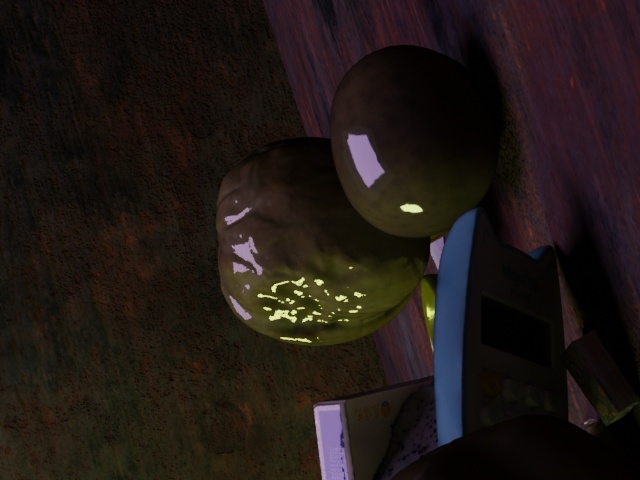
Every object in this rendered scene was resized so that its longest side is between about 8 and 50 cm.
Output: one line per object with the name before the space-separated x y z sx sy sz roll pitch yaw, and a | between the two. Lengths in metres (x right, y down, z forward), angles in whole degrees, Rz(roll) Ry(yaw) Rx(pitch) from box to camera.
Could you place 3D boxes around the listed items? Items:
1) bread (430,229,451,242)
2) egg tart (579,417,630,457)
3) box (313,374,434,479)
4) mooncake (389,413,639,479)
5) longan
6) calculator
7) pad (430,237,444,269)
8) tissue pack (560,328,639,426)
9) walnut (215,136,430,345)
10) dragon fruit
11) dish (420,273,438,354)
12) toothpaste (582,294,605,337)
bread | 0.125 -0.074 1.940 0.132 0.114 0.190 52 165 35
egg tart | 0.297 0.307 1.506 0.252 0.098 0.232 -111 8 -75
box | 0.130 0.316 2.134 0.343 0.065 0.200 -5 -92 -51
mooncake | 0.194 0.345 1.167 0.201 0.378 0.378 -143 35 -73
longan | 0.106 -0.108 1.577 0.196 0.196 0.220 -120 22 -69
calculator | 0.182 0.177 1.376 0.256 0.054 0.386 22 -118 -56
pad | 0.167 -0.046 2.216 0.232 0.004 0.156 80 170 -61
tissue pack | 0.273 0.134 1.377 0.083 0.035 0.063 57 168 15
walnut | 0.000 0.001 1.785 0.282 0.276 0.253 107 168 -48
dragon fruit | 0.209 0.362 2.000 0.204 0.221 0.283 42 -129 -29
dish | 0.214 0.155 1.780 0.221 0.108 0.262 78 174 -49
toothpaste | 0.270 0.080 1.384 0.083 0.019 0.027 84 -169 -65
